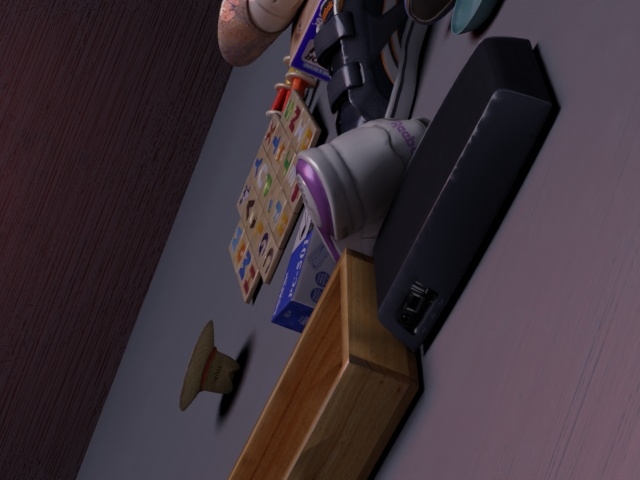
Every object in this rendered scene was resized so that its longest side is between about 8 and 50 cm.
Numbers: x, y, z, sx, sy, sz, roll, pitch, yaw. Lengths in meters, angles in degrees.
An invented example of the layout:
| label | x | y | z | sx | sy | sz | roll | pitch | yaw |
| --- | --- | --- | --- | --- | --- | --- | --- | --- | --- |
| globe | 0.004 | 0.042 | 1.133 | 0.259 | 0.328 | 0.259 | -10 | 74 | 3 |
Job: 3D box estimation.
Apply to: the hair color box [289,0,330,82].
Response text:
| label | x | y | z | sx | sy | sz | roll | pitch | yaw |
| --- | --- | --- | --- | --- | --- | --- | --- | --- | --- |
| hair color box | 0.069 | -0.395 | 2.091 | 0.185 | 0.110 | 0.339 | -89 | 21 | -60 |

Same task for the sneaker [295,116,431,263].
| label | x | y | z | sx | sy | sz | roll | pitch | yaw |
| --- | --- | --- | --- | --- | --- | --- | --- | --- | --- |
| sneaker | 0.060 | -0.049 | 1.538 | 0.152 | 0.114 | 0.305 | -28 | -6 | -2 |

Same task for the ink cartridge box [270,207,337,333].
| label | x | y | z | sx | sy | sz | roll | pitch | yaw |
| --- | --- | --- | --- | --- | --- | --- | --- | --- | --- |
| ink cartridge box | 0.000 | 0.000 | 1.828 | 0.097 | 0.046 | 0.207 | 132 | 157 | -65 |

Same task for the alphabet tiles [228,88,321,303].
| label | x | y | z | sx | sy | sz | roll | pitch | yaw |
| --- | --- | --- | --- | --- | --- | --- | --- | --- | --- |
| alphabet tiles | -0.075 | -0.072 | 2.323 | 0.342 | 0.011 | 0.285 | -116 | 47 | -67 |

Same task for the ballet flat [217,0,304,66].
| label | x | y | z | sx | sy | sz | roll | pitch | yaw |
| --- | --- | --- | --- | --- | --- | --- | --- | --- | --- |
| ballet flat | -0.052 | -0.388 | 2.145 | 0.106 | 0.107 | 0.316 | 27 | 97 | 53 |

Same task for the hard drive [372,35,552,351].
| label | x | y | z | sx | sy | sz | roll | pitch | yaw |
| --- | --- | --- | --- | --- | --- | --- | --- | --- | --- |
| hard drive | 0.115 | -0.048 | 1.331 | 0.172 | 0.054 | 0.254 | -90 | 23 | -62 |

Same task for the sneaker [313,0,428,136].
| label | x | y | z | sx | sy | sz | roll | pitch | yaw |
| --- | --- | --- | --- | --- | --- | --- | --- | --- | --- |
| sneaker | 0.049 | -0.212 | 1.795 | 0.126 | 0.127 | 0.321 | 134 | 154 | -60 |

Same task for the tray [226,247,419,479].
| label | x | y | z | sx | sy | sz | roll | pitch | yaw |
| --- | --- | --- | --- | --- | --- | --- | --- | --- | --- |
| tray | -0.027 | 0.231 | 1.452 | 0.203 | 0.076 | 0.411 | -90 | 23 | -62 |

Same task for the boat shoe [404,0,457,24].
| label | x | y | z | sx | sy | sz | roll | pitch | yaw |
| --- | --- | --- | --- | --- | --- | --- | --- | --- | --- |
| boat shoe | 0.141 | -0.310 | 1.650 | 0.183 | 0.066 | 0.066 | -63 | 2 | 26 |

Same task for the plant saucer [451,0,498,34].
| label | x | y | z | sx | sy | sz | roll | pitch | yaw |
| --- | --- | --- | --- | --- | --- | --- | --- | --- | --- |
| plant saucer | 0.169 | -0.263 | 1.566 | 0.119 | 0.021 | 0.119 | -159 | 90 | -80 |

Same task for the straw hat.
| label | x | y | z | sx | sy | sz | roll | pitch | yaw |
| --- | --- | --- | --- | --- | --- | --- | --- | --- | --- |
| straw hat | -0.147 | 0.186 | 2.152 | 0.144 | 0.061 | 0.144 | 18 | -90 | -84 |

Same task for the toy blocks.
| label | x | y | z | sx | sy | sz | roll | pitch | yaw |
| --- | --- | --- | --- | --- | --- | --- | --- | --- | --- |
| toy blocks | -0.047 | -0.233 | 2.485 | 0.123 | 0.054 | 0.148 | 153 | 136 | -71 |
